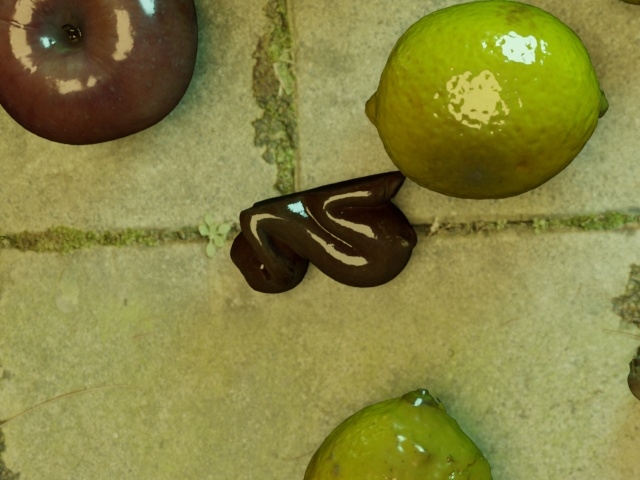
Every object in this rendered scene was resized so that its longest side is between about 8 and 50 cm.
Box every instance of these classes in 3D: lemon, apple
[{"bbox_3d":[0.097,0.336,1.657,0.253,0.253,0.310,14,90,17],"label":"lemon"},{"bbox_3d":[0.197,-0.169,1.589,0.267,0.267,0.267,1,94,18],"label":"lemon"},{"bbox_3d":[-0.299,-0.265,1.752,0.305,0.235,0.306,1,95,15],"label":"apple"}]

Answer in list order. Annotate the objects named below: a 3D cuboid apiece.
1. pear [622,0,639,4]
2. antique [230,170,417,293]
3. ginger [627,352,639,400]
[{"bbox_3d":[0.394,-0.363,1.555,0.267,0.267,0.178,15,122,17],"label":"pear"},{"bbox_3d":[0.000,0.000,1.735,0.256,0.121,0.143,-10,99,12],"label":"antique"},{"bbox_3d":[0.466,0.204,1.608,0.204,0.080,0.104,31,124,12],"label":"ginger"}]
